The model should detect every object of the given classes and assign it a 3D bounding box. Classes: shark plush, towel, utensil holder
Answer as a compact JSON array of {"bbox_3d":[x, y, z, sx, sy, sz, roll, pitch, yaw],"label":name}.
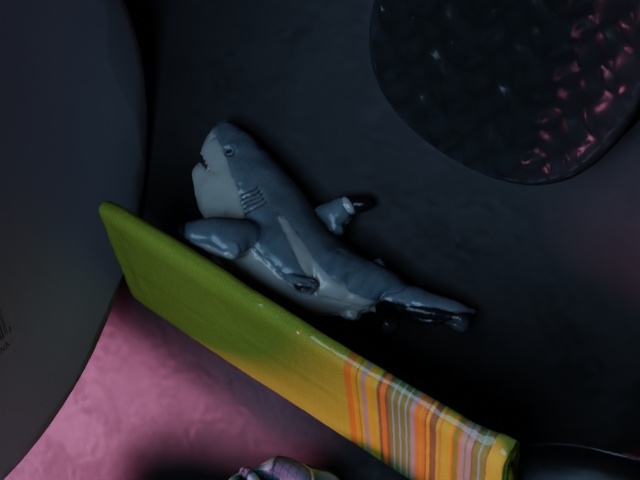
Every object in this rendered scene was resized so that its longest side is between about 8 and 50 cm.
[{"bbox_3d":[0.000,0.000,0.697,0.161,0.073,0.067,26,81,26],"label":"shark plush"},{"bbox_3d":[-0.006,0.059,0.698,0.237,0.021,0.102,31,156,19],"label":"towel"},{"bbox_3d":[-0.327,-0.054,0.703,0.386,0.328,0.327,16,109,22],"label":"utensil holder"}]

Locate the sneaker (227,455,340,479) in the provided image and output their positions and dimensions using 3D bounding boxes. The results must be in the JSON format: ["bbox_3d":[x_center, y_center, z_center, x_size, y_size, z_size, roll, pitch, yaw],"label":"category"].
[{"bbox_3d":[-0.043,0.165,0.746,0.283,0.110,0.122,15,91,21],"label":"sneaker"}]

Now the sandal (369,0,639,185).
[{"bbox_3d":[0.143,-0.213,0.531,0.168,0.107,0.445,37,134,8],"label":"sandal"}]
